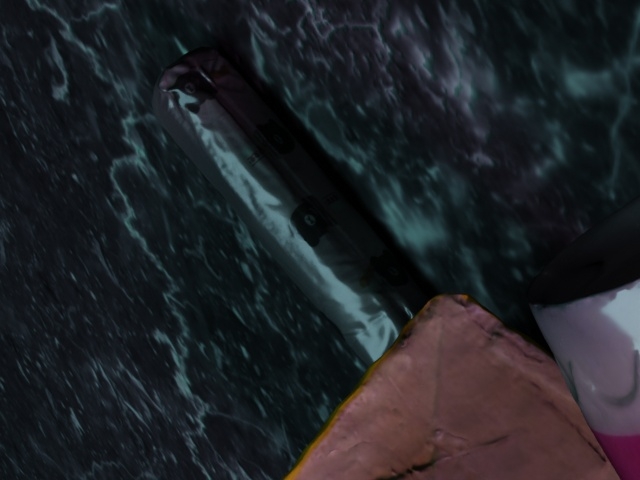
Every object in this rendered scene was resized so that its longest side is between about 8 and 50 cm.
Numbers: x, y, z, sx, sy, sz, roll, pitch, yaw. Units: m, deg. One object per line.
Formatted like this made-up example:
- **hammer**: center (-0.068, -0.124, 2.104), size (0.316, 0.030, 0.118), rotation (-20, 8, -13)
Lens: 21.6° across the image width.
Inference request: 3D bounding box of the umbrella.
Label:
- **umbrella**: center (0.000, 0.000, 1.212), size (0.337, 0.067, 0.073), rotation (50, 165, 7)

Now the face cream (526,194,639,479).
- **face cream**: center (0.218, 0.068, 0.815), size (0.195, 0.175, 0.175), rotation (60, 153, -8)

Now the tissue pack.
- **tissue pack**: center (0.114, 0.247, 1.073), size (0.293, 0.228, 0.382), rotation (36, 155, 12)
